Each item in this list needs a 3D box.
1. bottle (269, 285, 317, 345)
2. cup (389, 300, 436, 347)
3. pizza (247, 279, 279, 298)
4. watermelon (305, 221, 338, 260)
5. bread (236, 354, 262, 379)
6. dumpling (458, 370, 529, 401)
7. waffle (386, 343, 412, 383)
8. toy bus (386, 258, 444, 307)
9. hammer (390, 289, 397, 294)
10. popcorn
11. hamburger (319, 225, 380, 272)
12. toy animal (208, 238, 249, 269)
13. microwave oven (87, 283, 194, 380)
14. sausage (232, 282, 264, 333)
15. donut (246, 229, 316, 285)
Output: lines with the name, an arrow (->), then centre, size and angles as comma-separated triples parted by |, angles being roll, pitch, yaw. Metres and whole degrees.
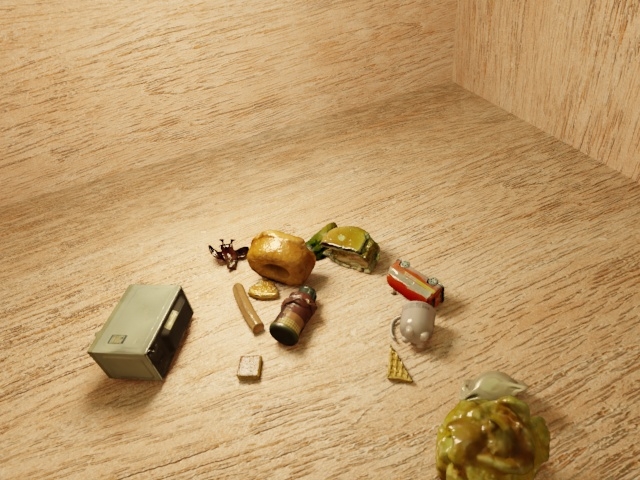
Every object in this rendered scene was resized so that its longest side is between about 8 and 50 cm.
bottle -> -0.098, 0.302, 1.756 | 0.156, 0.143, 0.271 | 11, 44, 23
cup -> 0.358, 0.332, 1.633 | 0.173, 0.134, 0.142 | 7, 45, 17
pizza -> -0.263, 0.234, 1.947 | 0.160, 0.036, 0.099 | 3, 43, 14
watermelon -> 0.020, 0.017, 2.112 | 0.303, 0.159, 0.128 | -38, 86, -27
bread -> -0.278, 0.503, 1.642 | 0.090, 0.035, 0.094 | -4, 40, 7
dumpling -> 0.582, 0.500, 1.414 | 0.228, 0.124, 0.151 | -9, 2, 13
waffle -> 0.303, 0.465, 1.575 | 0.097, 0.023, 0.153 | 2, 41, 12
toy bus -> 0.399, 0.190, 1.795 | 0.120, 0.121, 0.265 | -37, 49, -22
hammer -> 0.329, 0.198, 1.883 | 0.029, 0.014, 0.123 | 5, 40, 1
popcorn -> 0.481, 0.609, 1.206 | 0.279, 0.274, 0.335 | -10, 21, 47
hamburger -> 0.159, 0.032, 1.990 | 0.288, 0.168, 0.192 | 16, 48, 28
toy animal -> -0.471, 0.078, 2.149 | 0.218, 0.116, 0.180 | 2, 63, -28
microwave oven -> -0.723, 0.383, 1.733 | 0.286, 0.219, 0.355 | 0, 41, 9
sausage -> -0.334, 0.296, 1.871 | 0.065, 0.066, 0.301 | -24, 41, -16
donut -> -0.182, 0.084, 1.926 | 0.317, 0.299, 0.150 | -18, 40, 44
